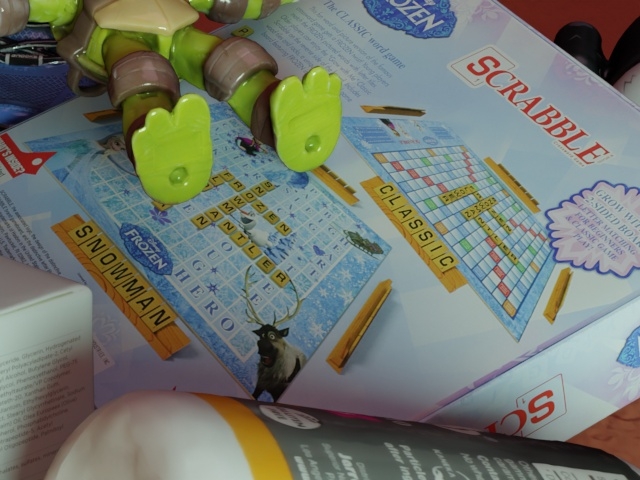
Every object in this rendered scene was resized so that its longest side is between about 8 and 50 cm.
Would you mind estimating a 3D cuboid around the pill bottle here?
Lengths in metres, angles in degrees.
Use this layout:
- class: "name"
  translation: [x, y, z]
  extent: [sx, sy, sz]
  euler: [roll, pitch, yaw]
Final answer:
- class: "pill bottle"
  translation: [0.042, 0.147, 0.597]
  extent: [0.278, 0.162, 0.162]
  euler: [11, 26, -31]

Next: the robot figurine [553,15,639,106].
- class: "robot figurine"
  translation: [0.280, -0.082, 1.210]
  extent: [0.209, 0.174, 0.278]
  euler: [-7, 20, 17]

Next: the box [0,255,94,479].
- class: "box"
  translation: [-0.159, 0.057, 0.670]
  extent: [0.101, 0.087, 0.102]
  euler: [16, 22, 39]

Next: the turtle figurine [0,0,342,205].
- class: "turtle figurine"
  translation: [-0.100, -0.103, 0.829]
  extent: [0.269, 0.087, 0.217]
  euler: [-2, 37, -35]

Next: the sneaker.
- class: "sneaker"
  translation: [-0.191, -0.140, 1.043]
  extent: [0.129, 0.147, 0.330]
  euler: [11, 28, -15]

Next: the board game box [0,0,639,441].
- class: "board game box"
  translation: [0.000, 0.000, 0.816]
  extent: [0.318, 0.066, 0.319]
  euler: [-27, 43, -15]
